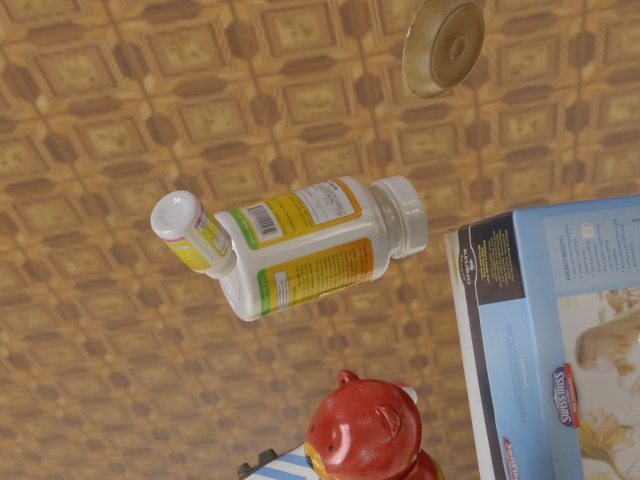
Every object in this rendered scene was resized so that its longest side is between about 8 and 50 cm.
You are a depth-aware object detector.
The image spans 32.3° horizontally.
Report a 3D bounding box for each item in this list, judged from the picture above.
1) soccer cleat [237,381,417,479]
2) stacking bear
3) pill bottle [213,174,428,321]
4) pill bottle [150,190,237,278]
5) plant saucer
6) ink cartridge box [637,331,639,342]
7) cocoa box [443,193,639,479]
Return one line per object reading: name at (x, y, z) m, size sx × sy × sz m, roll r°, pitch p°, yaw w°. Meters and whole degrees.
soccer cleat at (0.022, 0.317, 1.516) m, size 0.331 × 0.143 × 0.116 m, roll -39°, pitch 151°, yaw 29°
stacking bear at (0.058, 0.270, 1.125) m, size 0.164 × 0.175 × 0.289 m, roll -19°, pitch 120°, yaw -15°
pill bottle at (0.000, 0.000, 1.348) m, size 0.246 × 0.136 × 0.136 m, roll -17°, pitch 151°, yaw -17°
pill bottle at (-0.099, -0.002, 0.893) m, size 0.043 × 0.043 × 0.083 m, roll -18°, pitch 143°, yaw 15°
plant saucer at (0.089, -0.134, 0.754) m, size 0.083 × 0.015 × 0.083 m, roll -30°, pitch 135°, yaw -35°
ink cartridge box at (0.412, 0.097, 0.992) m, size 0.231 × 0.134 × 0.078 m, roll 36°, pitch 147°, yaw -7°
cocoa box at (0.313, 0.131, 1.331) m, size 0.232 × 0.347 × 0.228 m, roll -7°, pitch 175°, yaw -15°
